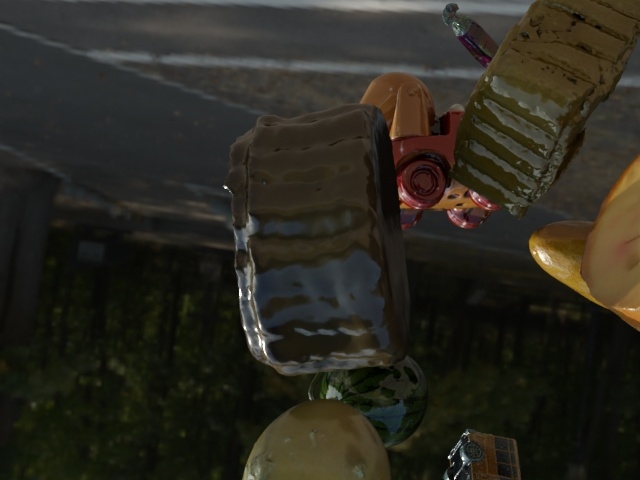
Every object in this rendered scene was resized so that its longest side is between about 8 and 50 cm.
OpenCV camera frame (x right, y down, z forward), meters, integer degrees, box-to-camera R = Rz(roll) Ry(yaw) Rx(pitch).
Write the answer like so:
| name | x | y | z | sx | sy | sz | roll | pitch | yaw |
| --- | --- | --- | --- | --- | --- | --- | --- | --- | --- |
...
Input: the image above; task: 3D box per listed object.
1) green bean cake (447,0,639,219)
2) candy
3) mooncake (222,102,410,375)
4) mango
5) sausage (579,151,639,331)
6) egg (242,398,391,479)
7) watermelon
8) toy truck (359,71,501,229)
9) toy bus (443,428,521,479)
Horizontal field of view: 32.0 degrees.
| name | x | y | z | sx | sy | sz | roll | pitch | yaw |
| --- | --- | --- | --- | --- | --- | --- | --- | --- | --- |
| green bean cake | 0.249 | -0.165 | 1.242 | 0.131 | 0.224 | 0.229 | 31 | 148 | 10 |
| candy | 0.254 | -0.311 | 1.777 | 0.175 | 0.045 | 0.043 | 41 | 154 | -25 |
| mooncake | 0.001 | 0.001 | 1.320 | 0.187 | 0.324 | 0.324 | -7 | 176 | 7 |
| mango | 0.398 | 0.036 | 1.553 | 0.227 | 0.109 | 0.147 | 18 | 173 | 4 |
| sausage | 0.411 | 0.036 | 0.970 | 0.287 | 0.233 | 0.233 | 34 | 170 | -18 |
| egg | -0.006 | 0.267 | 1.178 | 0.164 | 0.201 | 0.164 | 12 | 173 | 2 |
| watermelon | 0.055 | 0.209 | 1.488 | 0.187 | 0.140 | 0.141 | -1 | -176 | -36 |
| toy truck | 0.185 | -0.149 | 1.769 | 0.265 | 0.239 | 0.189 | 0 | 167 | -11 |
| toy bus | 0.244 | 0.379 | 1.633 | 0.103 | 0.182 | 0.091 | 12 | 135 | -12 |
